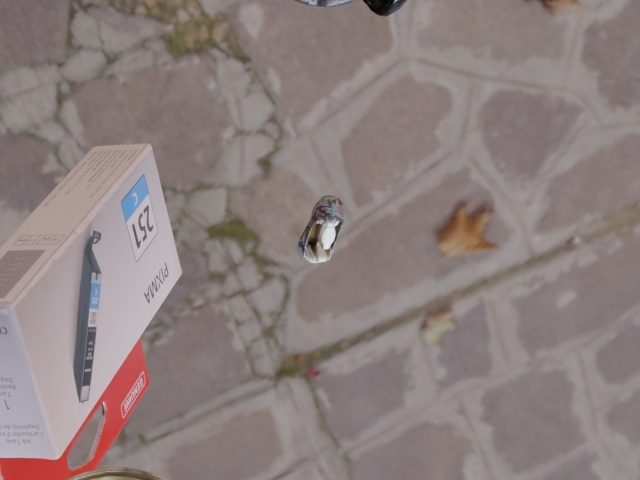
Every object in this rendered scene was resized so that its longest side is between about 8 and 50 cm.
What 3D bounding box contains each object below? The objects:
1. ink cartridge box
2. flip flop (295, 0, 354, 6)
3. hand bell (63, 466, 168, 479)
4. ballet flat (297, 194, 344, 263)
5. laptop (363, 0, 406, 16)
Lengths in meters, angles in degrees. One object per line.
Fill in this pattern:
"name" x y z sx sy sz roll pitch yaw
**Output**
"ink cartridge box" -0.194 0.094 1.141 0.066 0.296 0.261 -1 118 16
"flip flop" -0.039 -0.236 0.595 0.112 0.080 0.277 -32 98 15
"hand bell" -0.148 0.205 0.876 0.126 0.242 0.126 2 83 -15
"ballet flat" 0.000 0.000 1.433 0.041 0.041 0.114 -9 146 -20
"laptop" 0.104 -0.414 0.754 0.236 0.382 0.408 -23 164 -45
